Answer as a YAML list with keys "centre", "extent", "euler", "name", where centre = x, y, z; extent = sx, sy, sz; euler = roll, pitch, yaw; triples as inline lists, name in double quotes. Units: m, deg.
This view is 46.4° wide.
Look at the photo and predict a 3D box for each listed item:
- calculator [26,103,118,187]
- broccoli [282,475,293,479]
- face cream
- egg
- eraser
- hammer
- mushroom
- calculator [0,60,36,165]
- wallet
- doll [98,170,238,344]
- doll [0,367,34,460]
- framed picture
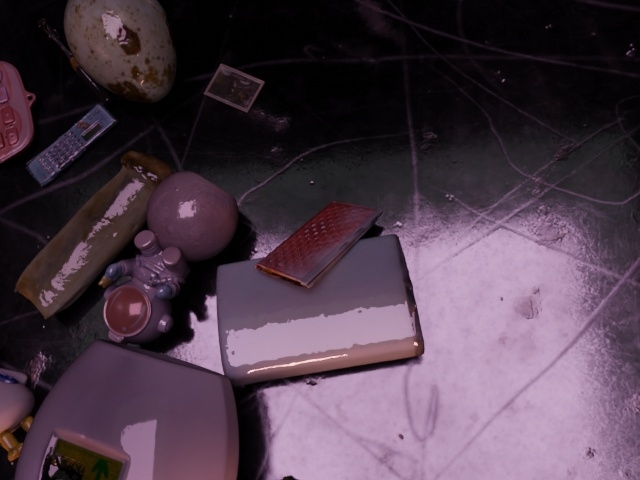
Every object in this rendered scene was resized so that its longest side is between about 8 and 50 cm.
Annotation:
- centre: [-0.431, -0.167, 1.290]
  extent: [0.172, 0.018, 0.057]
  euler: [-42, 76, -7]
  name: "calculator"
- centre: [0.017, 0.404, 1.032]
  extent: [0.304, 0.145, 0.164]
  euler: [-7, 78, -8]
  name: "broccoli"
- centre: [-0.271, 0.332, 1.024]
  extent: [0.313, 0.219, 0.356]
  euler: [12, 81, 21]
  name: "face cream"
- centre: [-0.327, -0.332, 1.246]
  extent: [0.169, 0.169, 0.231]
  euler: [-32, 82, -3]
  name: "egg"
- centre: [-0.004, 0.102, 1.119]
  extent: [0.290, 0.104, 0.189]
  euler: [-10, 66, 4]
  name: "eraser"
- centre: [-0.429, -0.313, 1.306]
  extent: [0.021, 0.078, 0.201]
  euler: [-41, 80, -3]
  name: "hammer"
- centre: [-0.360, -0.014, 1.210]
  extent: [0.100, 0.081, 0.312]
  euler: [39, 86, 18]
  name: "mushroom"
- centre: [-0.654, -0.194, 1.310]
  extent: [0.330, 0.048, 0.220]
  euler: [-19, 72, -2]
  name: "calculator"
- centre: [0.000, 0.000, 1.126]
  extent: [0.103, 0.020, 0.196]
  euler: [16, 43, 34]
  name: "wallet"
- centre: [-0.240, 0.035, 1.156]
  extent: [0.151, 0.151, 0.287]
  euler: [28, 86, 13]
  name: "doll"
- centre: [-0.537, 0.213, 1.147]
  extent: [0.293, 0.119, 0.138]
  euler: [40, 39, 14]
  name: "doll"
- centre: [-0.149, -0.263, 1.289]
  extent: [0.089, 0.006, 0.066]
  euler: [26, 79, 13]
  name: "framed picture"
